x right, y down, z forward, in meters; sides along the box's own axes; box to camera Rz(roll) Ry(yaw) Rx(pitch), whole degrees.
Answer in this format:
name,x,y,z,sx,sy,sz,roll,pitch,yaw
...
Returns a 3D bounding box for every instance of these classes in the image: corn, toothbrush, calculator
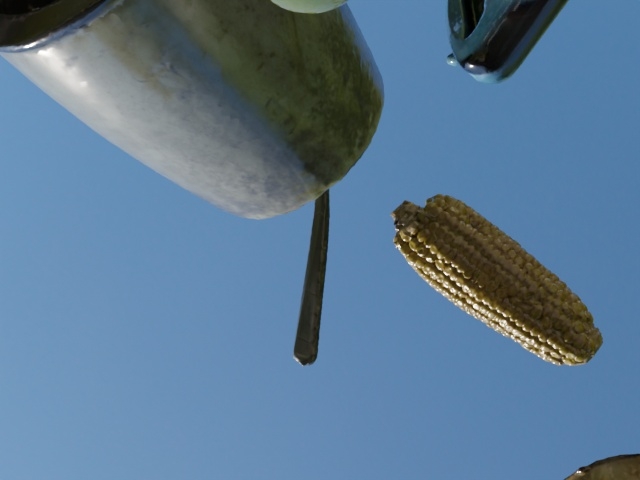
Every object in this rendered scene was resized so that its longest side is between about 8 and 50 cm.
name,x,y,z,sx,sy,sz,roll,pitch,yaw
corn,0.226,0.051,1.476,0.322,0.119,0.119,41,-102,12
toothbrush,0.000,0.000,1.319,0.030,0.030,0.297,-4,-107,42
calculator,0.181,-0.251,0.878,0.293,0.051,0.173,-55,-160,33

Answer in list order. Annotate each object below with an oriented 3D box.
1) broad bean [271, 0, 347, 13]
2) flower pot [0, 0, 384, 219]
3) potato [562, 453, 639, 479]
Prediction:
name,x,y,z,sx,sy,sz,roll,pitch,yaw
broad bean,0.015,-0.099,0.335,0.083,0.063,0.045,-17,-114,32
flower pot,-0.115,-0.193,1.073,0.293,0.330,0.294,-22,-136,23
potato,0.359,0.329,1.128,0.285,0.242,0.242,-14,-123,15
